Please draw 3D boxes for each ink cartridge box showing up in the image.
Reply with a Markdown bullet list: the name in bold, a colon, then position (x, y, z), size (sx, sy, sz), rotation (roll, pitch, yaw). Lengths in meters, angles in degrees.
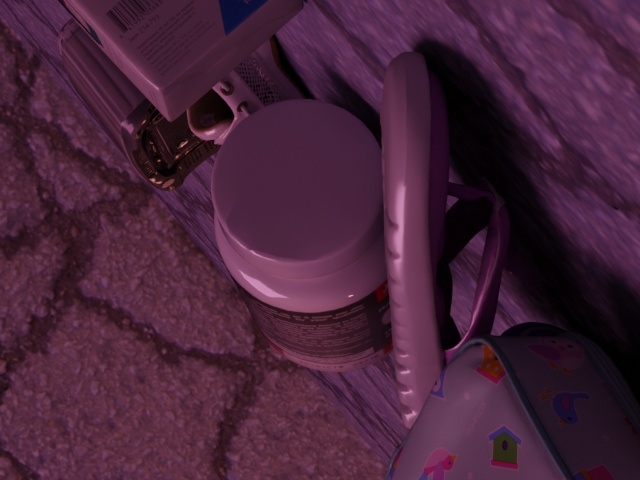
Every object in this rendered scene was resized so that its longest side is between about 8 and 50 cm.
- **ink cartridge box**: position (-0.136, -0.217, 1.212), size (0.231, 0.134, 0.078), rotation (48, 172, 10)

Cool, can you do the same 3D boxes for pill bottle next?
- **pill bottle**: position (0.000, 0.000, 1.420), size (0.161, 0.161, 0.283), rotation (46, 172, 18)

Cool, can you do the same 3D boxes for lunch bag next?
- **lunch bag**: position (0.134, 0.217, 1.131), size (0.224, 0.108, 0.279), rotation (60, 141, 38)

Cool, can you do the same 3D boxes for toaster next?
- **toaster**: position (-0.177, -0.159, 1.730), size (0.146, 0.129, 0.227), rotation (48, 174, 19)

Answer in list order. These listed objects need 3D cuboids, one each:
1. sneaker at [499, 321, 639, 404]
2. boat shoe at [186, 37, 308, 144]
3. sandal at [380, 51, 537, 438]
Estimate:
- **sneaker**: position (0.220, 0.140, 1.186), size (0.293, 0.102, 0.146), rotation (57, 154, 37)
- **boat shoe**: position (-0.075, -0.124, 1.456), size (0.098, 0.096, 0.277), rotation (41, 169, 40)
- **sandal**: position (0.097, 0.022, 1.183), size (0.416, 0.102, 0.169), rotation (82, -176, -53)
